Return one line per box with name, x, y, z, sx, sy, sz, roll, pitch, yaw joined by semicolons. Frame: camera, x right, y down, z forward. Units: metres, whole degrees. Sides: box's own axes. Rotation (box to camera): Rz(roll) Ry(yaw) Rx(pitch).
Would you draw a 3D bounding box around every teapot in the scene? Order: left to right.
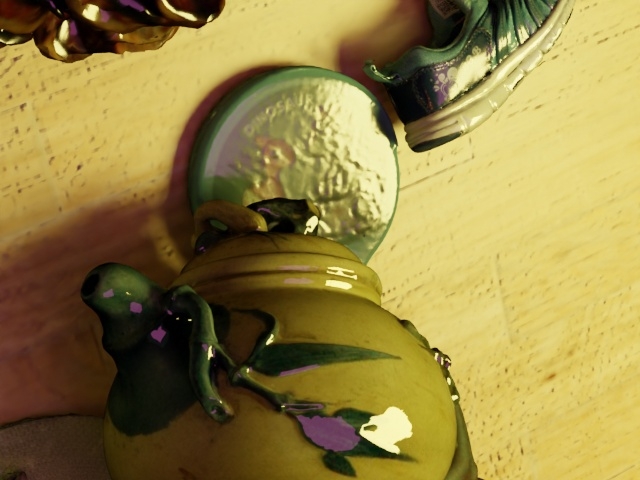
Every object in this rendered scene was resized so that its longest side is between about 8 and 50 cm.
teapot;-0.013;0.067;0.819;0.269;0.173;0.183;15;63;-45

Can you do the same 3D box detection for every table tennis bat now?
table tennis bat;0.000;0.000;0.899;0.124;0.033;0.201;-28;112;-16

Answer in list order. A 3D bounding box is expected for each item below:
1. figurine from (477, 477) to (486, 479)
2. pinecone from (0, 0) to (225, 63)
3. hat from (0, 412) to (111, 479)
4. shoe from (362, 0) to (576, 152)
figurine;0.089;0.193;0.973;0.146;0.081;0.098;39;82;-33
pinecone;-0.095;-0.187;0.663;0.243;0.257;0.244;-24;127;-35
hat;-0.123;0.227;0.826;0.257;0.130;0.257;-8;106;-29
shoe;0.086;-0.113;0.906;0.143;0.064;0.071;-45;103;-19
